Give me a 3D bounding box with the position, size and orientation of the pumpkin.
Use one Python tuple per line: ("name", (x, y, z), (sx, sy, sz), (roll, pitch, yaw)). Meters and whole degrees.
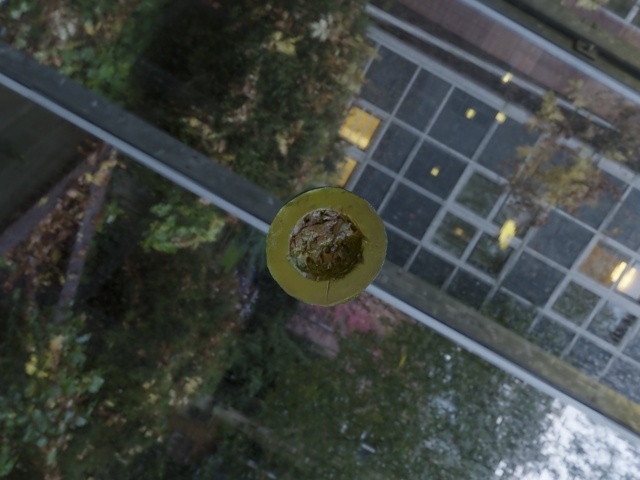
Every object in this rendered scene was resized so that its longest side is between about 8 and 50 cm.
("pumpkin", (0.004, -0.004, 1.462), (0.217, 0.217, 0.110), (-60, -162, 15))
